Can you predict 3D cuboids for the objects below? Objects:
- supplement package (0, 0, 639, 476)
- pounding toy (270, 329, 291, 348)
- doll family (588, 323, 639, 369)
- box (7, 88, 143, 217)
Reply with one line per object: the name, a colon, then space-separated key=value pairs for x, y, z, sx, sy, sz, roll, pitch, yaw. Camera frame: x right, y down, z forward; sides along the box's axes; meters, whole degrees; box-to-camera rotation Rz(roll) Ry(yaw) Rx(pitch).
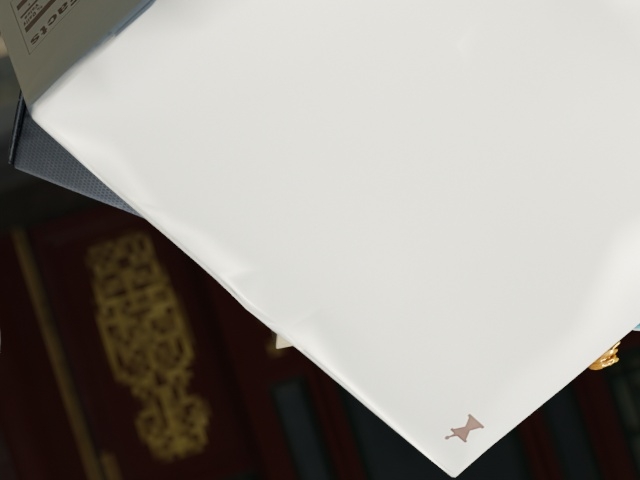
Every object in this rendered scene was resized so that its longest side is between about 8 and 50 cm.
supplement package: x=0.009 y=-0.079 z=0.614 sx=0.149 sy=0.194 sz=0.203 roll=-41 pitch=-144 yaw=9
pounding toy: x=0.000 y=0.000 z=1.506 sx=0.100 sy=0.130 sz=0.141 roll=-11 pitch=152 yaw=-9
doll family: x=0.260 y=0.044 z=1.603 sx=0.263 sy=0.163 sz=0.118 roll=9 pitch=142 yaw=13
box: x=-0.070 y=-0.082 z=1.249 sx=0.183 sy=0.233 sz=0.059 roll=113 pitch=-1 yaw=-48
